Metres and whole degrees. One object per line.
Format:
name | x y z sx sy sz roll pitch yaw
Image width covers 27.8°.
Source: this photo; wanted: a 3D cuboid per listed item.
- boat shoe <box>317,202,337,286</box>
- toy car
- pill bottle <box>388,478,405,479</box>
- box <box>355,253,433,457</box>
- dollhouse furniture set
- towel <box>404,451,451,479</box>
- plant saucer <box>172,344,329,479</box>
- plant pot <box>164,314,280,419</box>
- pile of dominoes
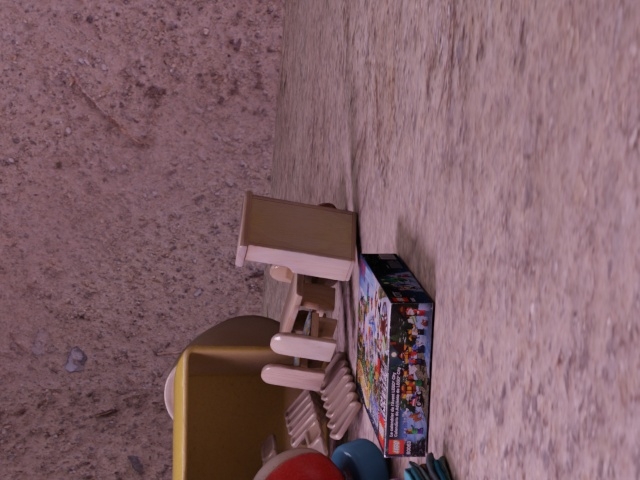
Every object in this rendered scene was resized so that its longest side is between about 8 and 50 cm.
boat shoe | 0.000 0.000 2.015 0.178 0.064 0.060 94 172 -49
toy car | 0.016 0.367 1.435 0.238 0.219 0.210 34 128 49
pill bottle | 0.081 0.270 1.290 0.083 0.043 0.043 -126 37 -81
box | 0.075 0.114 1.371 0.233 0.044 0.159 -117 28 -78
dollhouse furniture set | -0.054 0.061 1.877 0.242 0.161 0.212 107 169 -46
towel | 0.099 0.413 1.134 0.271 0.040 0.370 -103 15 -70
plant saucer | -0.122 0.333 2.047 0.081 0.332 0.333 -4 84 40
plant pot | -0.161 0.259 2.246 0.274 0.256 0.256 10 -100 -76
pile of dominoes | -0.005 0.276 1.850 0.196 0.040 0.251 -50 14 8
